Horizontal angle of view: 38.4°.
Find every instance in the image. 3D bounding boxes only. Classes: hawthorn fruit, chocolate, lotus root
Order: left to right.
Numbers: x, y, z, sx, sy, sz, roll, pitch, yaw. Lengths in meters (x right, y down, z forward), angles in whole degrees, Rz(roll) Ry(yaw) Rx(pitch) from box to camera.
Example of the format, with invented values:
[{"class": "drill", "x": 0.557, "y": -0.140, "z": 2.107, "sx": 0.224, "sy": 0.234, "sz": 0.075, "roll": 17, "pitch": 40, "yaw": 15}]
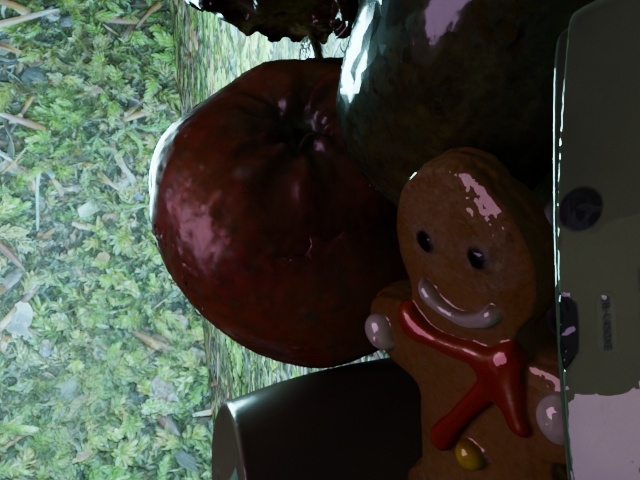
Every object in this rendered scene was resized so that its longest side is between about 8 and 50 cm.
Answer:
[{"class": "chocolate", "x": -0.038, "y": -0.298, "z": 1.066, "sx": 0.177, "sy": 0.206, "sz": 0.224, "roll": 50, "pitch": 169, "yaw": 16}, {"class": "hawthorn fruit", "x": 0.000, "y": 0.000, "z": 0.825, "sx": 0.276, "sy": 0.276, "sz": 0.307, "roll": -111, "pitch": 3, "yaw": -50}, {"class": "lotus root", "x": 0.097, "y": -0.114, "z": 0.583, "sx": 0.274, "sy": 0.152, "sz": 0.160, "roll": 107, "pitch": 151, "yaw": -55}]

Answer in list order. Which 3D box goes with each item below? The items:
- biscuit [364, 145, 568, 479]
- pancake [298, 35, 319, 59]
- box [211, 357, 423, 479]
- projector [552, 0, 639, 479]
[{"class": "biscuit", "x": 0.100, "y": 0.096, "z": 0.582, "sx": 0.205, "sy": 0.049, "sz": 0.323, "roll": 28, "pitch": 133, "yaw": 46}, {"class": "pancake", "x": -0.017, "y": -0.231, "z": 1.279, "sx": 0.115, "sy": 0.011, "sz": 0.114, "roll": 177, "pitch": 90, "yaw": -76}, {"class": "box", "x": 0.020, "y": 0.250, "z": 0.839, "sx": 0.301, "sy": 0.216, "sz": 0.300, "roll": 177, "pitch": 90, "yaw": -78}, {"class": "projector", "x": 0.178, "y": 0.024, "z": 0.292, "sx": 0.194, "sy": 0.088, "sz": 0.269, "roll": -15, "pitch": 64, "yaw": 40}]
